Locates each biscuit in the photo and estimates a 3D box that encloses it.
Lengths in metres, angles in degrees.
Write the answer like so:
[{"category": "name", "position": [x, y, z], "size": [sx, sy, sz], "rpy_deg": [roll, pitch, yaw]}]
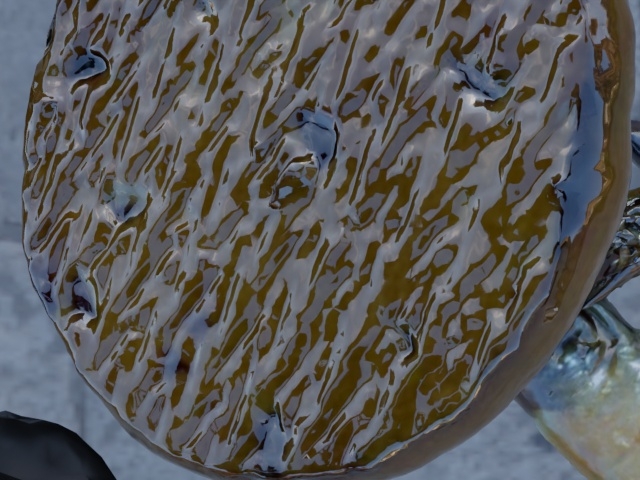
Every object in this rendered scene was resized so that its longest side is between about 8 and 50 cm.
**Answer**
[{"category": "biscuit", "position": [-0.003, -0.033, 0.568], "size": [0.212, 0.036, 0.212], "rpy_deg": [-5, 81, 32]}]

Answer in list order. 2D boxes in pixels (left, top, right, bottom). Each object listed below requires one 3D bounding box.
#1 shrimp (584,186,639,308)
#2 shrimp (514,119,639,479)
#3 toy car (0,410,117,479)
[{"category": "shrimp", "position": [0.129, -0.006, 1.316], "size": [0.054, 0.290, 0.222], "rpy_deg": [43, 151, 45]}, {"category": "shrimp", "position": [0.217, 0.015, 1.438], "size": [0.445, 0.085, 0.272], "rpy_deg": [41, 92, 9]}, {"category": "toy car", "position": [-0.174, 0.170, 0.408], "size": [0.359, 0.213, 0.176], "rpy_deg": [-30, 82, 33]}]
